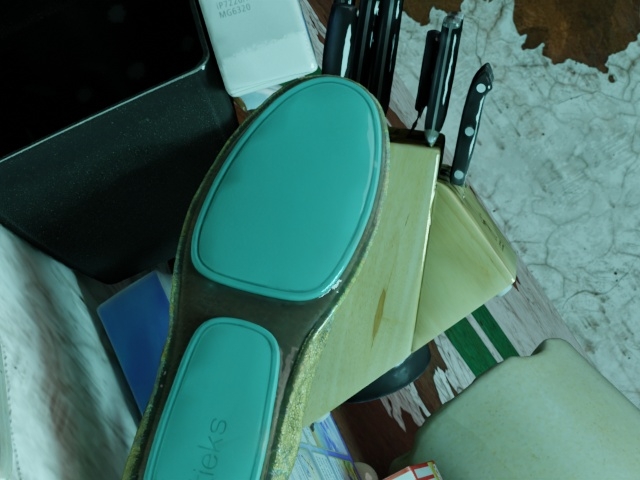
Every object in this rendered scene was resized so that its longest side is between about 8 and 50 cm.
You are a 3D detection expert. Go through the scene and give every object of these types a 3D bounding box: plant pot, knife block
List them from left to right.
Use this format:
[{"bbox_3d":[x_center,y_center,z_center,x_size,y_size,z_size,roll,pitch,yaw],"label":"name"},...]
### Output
[{"bbox_3d":[-0.141,-0.083,1.151,0.188,0.187,0.167,-107,170,-46],"label":"plant pot"},{"bbox_3d":[0.017,-0.037,1.151,0.242,0.275,0.088,53,13,-4],"label":"knife block"},{"bbox_3d":[0.235,0.274,1.517,0.305,0.334,0.334,51,10,20],"label":"plant pot"}]

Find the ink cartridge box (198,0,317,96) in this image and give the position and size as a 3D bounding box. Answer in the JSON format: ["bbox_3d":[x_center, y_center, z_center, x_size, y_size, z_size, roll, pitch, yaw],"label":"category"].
[{"bbox_3d":[-0.071,-0.240,1.141,0.296,0.066,0.261,-97,169,-81],"label":"ink cartridge box"}]

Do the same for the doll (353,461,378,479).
[{"bbox_3d":[0.057,0.271,1.358,0.189,0.046,0.129,65,5,27],"label":"doll"}]

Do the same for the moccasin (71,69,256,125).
[{"bbox_3d":[-0.090,-0.060,1.390,0.380,0.139,0.147,38,32,-35],"label":"moccasin"}]

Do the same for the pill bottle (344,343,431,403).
[{"bbox_3d":[0.010,0.012,1.284,0.123,0.122,0.219,-86,157,-68],"label":"pill bottle"}]

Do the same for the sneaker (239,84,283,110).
[{"bbox_3d":[0.000,0.000,1.578,0.319,0.127,0.208,51,14,-27],"label":"sneaker"}]

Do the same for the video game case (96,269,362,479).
[{"bbox_3d":[-0.038,0.170,1.196,0.269,0.061,0.244,64,14,21],"label":"video game case"}]

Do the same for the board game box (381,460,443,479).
[{"bbox_3d":[0.096,0.253,1.311,0.147,0.045,0.193,63,6,9],"label":"board game box"}]

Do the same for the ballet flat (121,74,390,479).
[{"bbox_3d":[-0.045,0.056,1.048,0.123,0.123,0.349,45,54,-46],"label":"ballet flat"}]

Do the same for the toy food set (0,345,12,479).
[{"bbox_3d":[-0.252,-0.035,0.694,0.306,0.092,0.220,44,11,-32],"label":"toy food set"}]
